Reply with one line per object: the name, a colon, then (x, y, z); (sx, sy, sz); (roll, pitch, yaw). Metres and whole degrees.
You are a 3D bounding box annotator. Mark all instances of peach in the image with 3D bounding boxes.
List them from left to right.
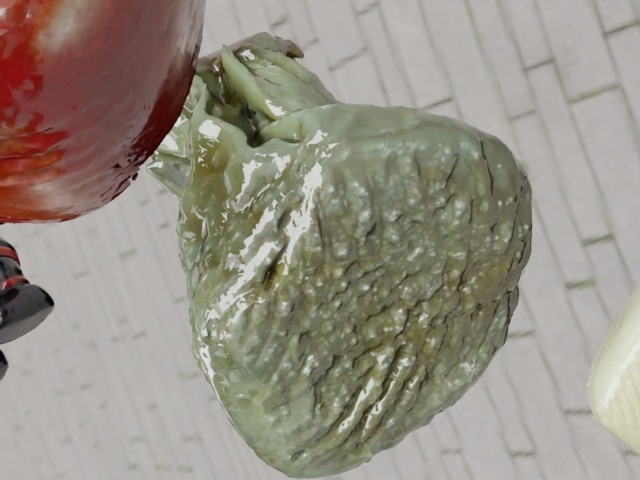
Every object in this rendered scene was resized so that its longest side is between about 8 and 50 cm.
peach: (-0.128, -0.082, 0.627); (0.267, 0.158, 0.154); (173, 109, -75)

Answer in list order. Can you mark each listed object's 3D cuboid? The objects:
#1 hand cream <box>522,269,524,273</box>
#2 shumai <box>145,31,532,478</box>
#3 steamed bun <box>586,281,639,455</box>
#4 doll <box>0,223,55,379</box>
hand cream: (0.106, 0.041, 1.648); (0.078, 0.204, 0.050); (59, -157, -31)
shumai: (0.000, 0.000, 1.017); (0.222, 0.225, 0.261); (-137, 38, -54)
steamed bun: (0.330, 0.074, 1.321); (0.170, 0.152, 0.239); (30, 115, -3)
doll: (-0.229, -0.039, 0.898); (0.088, 0.127, 0.249); (20, -138, -64)
